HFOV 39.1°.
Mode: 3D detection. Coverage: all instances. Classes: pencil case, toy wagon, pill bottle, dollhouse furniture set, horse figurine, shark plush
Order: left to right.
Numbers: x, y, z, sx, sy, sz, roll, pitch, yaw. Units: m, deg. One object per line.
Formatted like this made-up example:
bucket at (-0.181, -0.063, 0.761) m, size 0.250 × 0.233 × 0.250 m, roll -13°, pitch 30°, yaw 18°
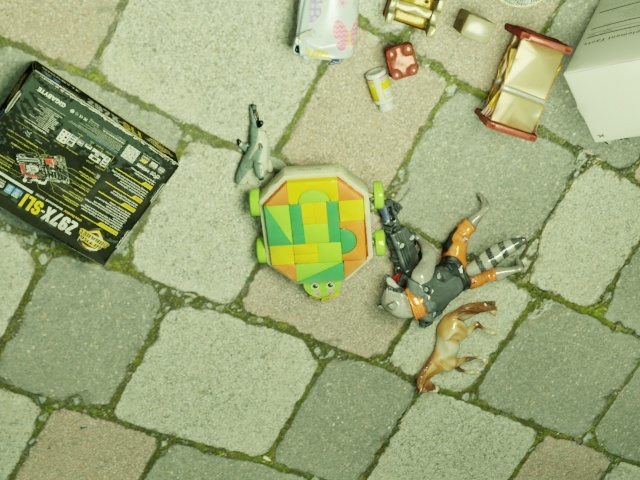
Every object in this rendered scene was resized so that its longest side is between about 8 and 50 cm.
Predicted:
shark plush at (-0.137, -0.184, 1.775) m, size 0.067 × 0.073 × 0.161 m, roll 7°, pitch 121°, yaw 14°
toy wagon at (0.000, 0.000, 1.848) m, size 0.267 × 0.068 × 0.344 m, roll -3°, pitch 125°, yaw 3°
pencil case at (0.010, -0.468, 1.653) m, size 0.124 × 0.113 × 0.273 m, roll -6°, pitch 115°, yaw -24°
pill bottle at (0.122, -0.302, 1.804) m, size 0.043 × 0.043 × 0.083 m, roll -24°, pitch 119°, yaw -5°
horse figurine at (0.322, 0.239, 2.101) m, size 0.174 × 0.066 × 0.263 m, roll 3°, pitch 118°, yaw -22°
dollhouse furniture set at (0.287, -0.358, 1.795) m, size 0.374 × 0.152 × 0.201 m, roll 18°, pitch 109°, yaw -5°

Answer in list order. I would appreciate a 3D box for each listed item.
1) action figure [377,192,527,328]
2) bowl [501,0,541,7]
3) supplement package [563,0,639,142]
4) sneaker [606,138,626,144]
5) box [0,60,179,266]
action figure at (0.257, 0.041, 1.934) m, size 0.330 × 0.178 × 0.341 m, roll -36°, pitch 120°, yaw -9°
bowl at (0.384, -0.546, 1.752) m, size 0.170 × 0.080 × 0.170 m, roll -6°, pitch 115°, yaw -14°
supplement package at (0.629, -0.359, 1.777) m, size 0.177 × 0.175 × 0.293 m, roll 55°, pitch 49°, yaw -29°
sneaker at (0.652, -0.232, 2.010) m, size 0.083 × 0.032 × 0.037 m, roll 4°, pitch 126°, yaw -14°
box at (-0.467, -0.137, 1.681) m, size 0.322 × 0.079 × 0.257 m, roll 33°, pitch 103°, yaw -27°
